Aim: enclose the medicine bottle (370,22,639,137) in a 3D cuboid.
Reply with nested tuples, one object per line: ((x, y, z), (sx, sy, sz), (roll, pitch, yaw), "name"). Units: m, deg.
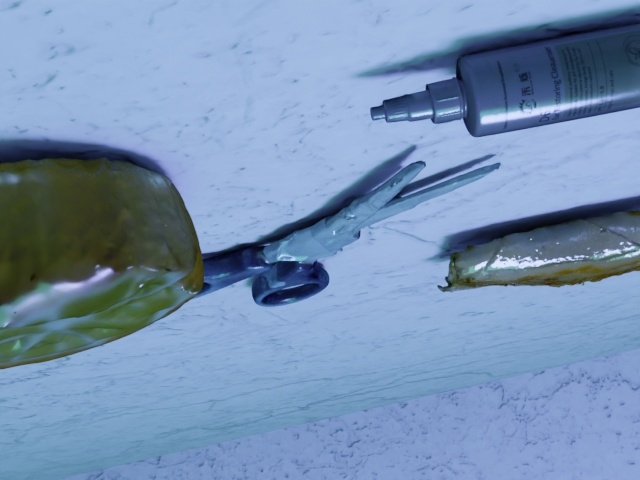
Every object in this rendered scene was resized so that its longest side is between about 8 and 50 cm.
((0.131, -0.102, 0.648), (0.199, 0.058, 0.058), (-10, 163, -2), "medicine bottle")

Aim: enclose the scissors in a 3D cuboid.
((0.000, 0.000, 0.943), (0.256, 0.029, 0.383), (5, 156, -45), "scissors")

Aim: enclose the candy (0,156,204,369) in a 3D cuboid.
((-0.214, 0.027, 0.737), (0.259, 0.118, 0.260), (-12, 165, -3), "candy")

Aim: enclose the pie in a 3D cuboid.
((0.270, 0.015, 1.099), (0.282, 0.068, 0.128), (-11, 162, 1), "pie")
